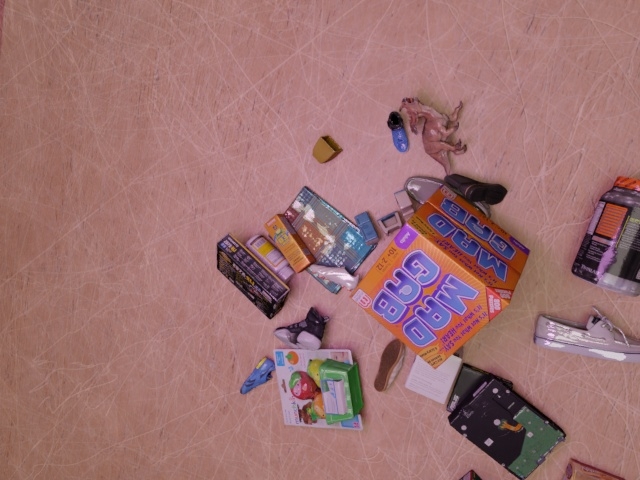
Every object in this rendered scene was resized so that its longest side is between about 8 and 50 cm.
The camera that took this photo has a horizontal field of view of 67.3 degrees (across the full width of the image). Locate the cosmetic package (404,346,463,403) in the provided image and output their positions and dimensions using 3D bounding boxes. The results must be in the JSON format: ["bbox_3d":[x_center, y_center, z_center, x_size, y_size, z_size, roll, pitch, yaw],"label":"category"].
[{"bbox_3d":[0.414,0.456,1.744,0.151,0.151,0.184,21,101,15],"label":"cosmetic package"}]

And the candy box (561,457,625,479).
[{"bbox_3d":[0.918,0.949,1.675,0.182,0.087,0.317,18,101,15],"label":"candy box"}]

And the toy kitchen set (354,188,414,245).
[{"bbox_3d":[0.222,-0.101,1.728,0.207,0.166,0.122,-26,61,7],"label":"toy kitchen set"}]

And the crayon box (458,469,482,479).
[{"bbox_3d":[0.599,1.023,1.639,0.313,0.363,0.106,45,106,8],"label":"crayon box"}]

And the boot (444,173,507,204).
[{"bbox_3d":[0.535,-0.188,1.653,0.137,0.197,0.077,46,122,45],"label":"boot"}]

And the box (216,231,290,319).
[{"bbox_3d":[-0.272,0.146,1.880,0.322,0.257,0.079,42,62,9],"label":"box"}]

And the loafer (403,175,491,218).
[{"bbox_3d":[0.442,-0.146,1.686,0.319,0.111,0.112,22,102,14],"label":"loafer"}]

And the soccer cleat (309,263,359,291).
[{"bbox_3d":[0.055,0.125,1.826,0.196,0.068,0.076,24,87,14],"label":"soccer cleat"}]

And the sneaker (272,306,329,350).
[{"bbox_3d":[-0.069,0.345,1.912,0.268,0.153,0.101,-4,136,49],"label":"sneaker"}]

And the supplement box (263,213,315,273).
[{"bbox_3d":[-0.120,0.010,1.865,0.078,0.080,0.233,-38,80,16],"label":"supplement box"}]

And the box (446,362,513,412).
[{"bbox_3d":[0.580,0.570,1.760,0.184,0.045,0.191,20,102,11],"label":"box"}]

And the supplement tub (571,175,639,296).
[{"bbox_3d":[0.944,-0.015,1.494,0.207,0.207,0.338,20,102,14],"label":"supplement tub"}]

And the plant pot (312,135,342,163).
[{"bbox_3d":[0.018,-0.337,1.818,0.081,0.081,0.083,47,119,7],"label":"plant pot"}]

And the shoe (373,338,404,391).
[{"bbox_3d":[0.269,0.477,1.847,0.076,0.058,0.219,30,102,44],"label":"shoe"}]

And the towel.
[{"bbox_3d":[0.000,0.000,1.881,0.370,0.040,0.271,40,105,10],"label":"towel"}]

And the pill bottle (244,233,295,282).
[{"bbox_3d":[-0.206,0.083,1.914,0.215,0.117,0.117,43,106,9],"label":"pill bottle"}]

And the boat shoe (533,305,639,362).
[{"bbox_3d":[0.910,0.297,1.591,0.367,0.136,0.157,6,95,26],"label":"boat shoe"}]

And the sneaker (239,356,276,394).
[{"bbox_3d":[-0.260,0.583,2.014,0.082,0.069,0.209,39,106,6],"label":"sneaker"}]

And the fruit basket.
[{"bbox_3d":[-0.020,0.588,1.892,0.353,0.165,0.327,-6,94,21],"label":"fruit basket"}]

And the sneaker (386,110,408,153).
[{"bbox_3d":[0.277,-0.388,1.724,0.058,0.084,0.152,-10,93,18],"label":"sneaker"}]

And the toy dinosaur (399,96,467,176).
[{"bbox_3d":[0.394,-0.369,1.679,0.200,0.127,0.296,-2,112,28],"label":"toy dinosaur"}]

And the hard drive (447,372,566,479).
[{"bbox_3d":[0.656,0.658,1.699,0.339,0.064,0.237,38,102,-1],"label":"hard drive"}]

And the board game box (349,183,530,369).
[{"bbox_3d":[0.384,0.106,1.550,0.356,0.356,0.356,40,129,10],"label":"board game box"}]
